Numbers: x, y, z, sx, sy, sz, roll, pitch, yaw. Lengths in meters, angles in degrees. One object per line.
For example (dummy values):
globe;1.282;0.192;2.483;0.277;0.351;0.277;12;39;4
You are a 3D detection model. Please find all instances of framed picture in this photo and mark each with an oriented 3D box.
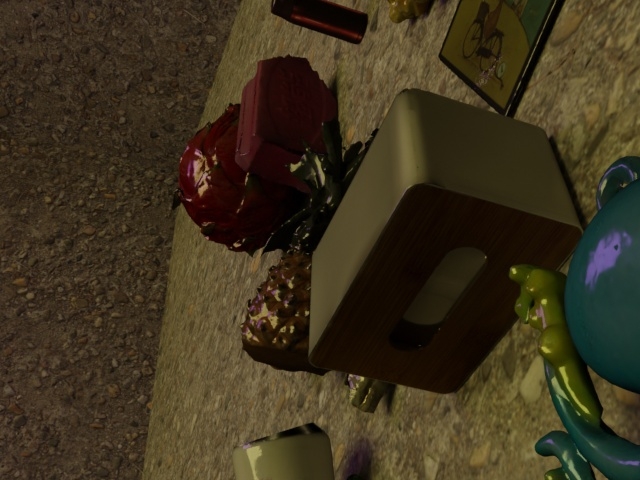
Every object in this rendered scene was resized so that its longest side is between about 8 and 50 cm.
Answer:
framed picture;0.220;-0.314;0.887;0.244;0.013;0.324;-110;36;-62

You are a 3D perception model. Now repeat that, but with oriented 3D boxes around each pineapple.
pineapple;0.000;0.002;1.160;0.165;0.165;0.365;137;150;-62

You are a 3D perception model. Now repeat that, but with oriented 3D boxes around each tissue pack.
tissue pack;0.100;0.008;0.776;0.136;0.159;0.246;-91;20;-46

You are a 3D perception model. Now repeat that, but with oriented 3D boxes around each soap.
soap;-0.061;-0.217;1.487;0.099;0.162;0.250;121;155;-46

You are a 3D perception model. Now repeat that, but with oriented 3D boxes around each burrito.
burrito;0.069;0.089;0.997;0.063;0.058;0.230;160;120;-66

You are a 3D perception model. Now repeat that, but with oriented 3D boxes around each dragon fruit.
dragon fruit;-0.154;-0.123;1.583;0.244;0.244;0.299;137;135;-63

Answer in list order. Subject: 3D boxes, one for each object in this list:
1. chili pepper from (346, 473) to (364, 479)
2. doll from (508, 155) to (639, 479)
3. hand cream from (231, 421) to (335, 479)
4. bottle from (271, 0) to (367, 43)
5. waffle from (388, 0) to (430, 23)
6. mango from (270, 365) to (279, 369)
chili pepper;0.030;0.308;0.999;0.034;0.030;0.091;54;136;36
doll;0.230;0.066;0.436;0.346;0.098;0.341;112;150;-43
hand cream;-0.021;0.394;0.953;0.185;0.118;0.359;143;121;-60
bottle;-0.005;-0.385;1.428;0.060;0.164;0.060;-166;90;-74
waffle;0.129;-0.467;1.131;0.302;0.068;0.325;111;155;-62
mango;-0.030;0.104;1.273;0.130;0.091;0.195;154;137;-72
